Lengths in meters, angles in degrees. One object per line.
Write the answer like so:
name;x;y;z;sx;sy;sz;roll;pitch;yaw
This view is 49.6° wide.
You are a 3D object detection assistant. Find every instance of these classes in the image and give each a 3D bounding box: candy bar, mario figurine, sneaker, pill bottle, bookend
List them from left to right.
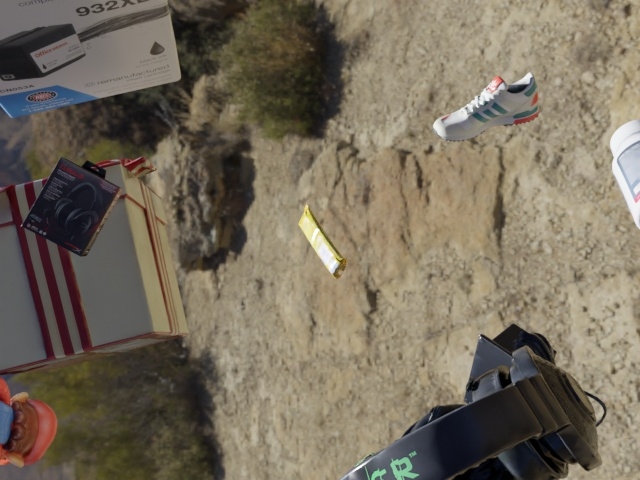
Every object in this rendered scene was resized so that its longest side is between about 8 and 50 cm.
mario figurine;-0.571;0.309;1.127;0.198;0.170;0.320;-55;-19;-16
candy bar;0.000;0.000;1.083;0.161;0.018;0.040;55;129;46
sneaker;0.237;-0.197;0.996;0.057;0.162;0.075;-108;4;-49
bookend;0.318;0.191;1.121;0.072;0.156;0.157;35;139;34
pill bottle;0.519;-0.105;1.080;0.180;0.108;0.108;-90;21;-44

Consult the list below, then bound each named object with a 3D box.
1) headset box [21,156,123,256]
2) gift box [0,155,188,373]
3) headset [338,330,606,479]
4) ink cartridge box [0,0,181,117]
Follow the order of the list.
headset box;-0.233;-0.035;0.660;0.083;0.062;0.032;-61;9;-3
gift box;-0.321;0.026;0.931;0.276;0.255;0.258;111;145;-78
headset;0.171;0.190;0.736;0.243;0.394;0.185;-48;56;37
ink cartridge box;-0.281;-0.266;0.741;0.307;0.223;0.128;121;134;-77
